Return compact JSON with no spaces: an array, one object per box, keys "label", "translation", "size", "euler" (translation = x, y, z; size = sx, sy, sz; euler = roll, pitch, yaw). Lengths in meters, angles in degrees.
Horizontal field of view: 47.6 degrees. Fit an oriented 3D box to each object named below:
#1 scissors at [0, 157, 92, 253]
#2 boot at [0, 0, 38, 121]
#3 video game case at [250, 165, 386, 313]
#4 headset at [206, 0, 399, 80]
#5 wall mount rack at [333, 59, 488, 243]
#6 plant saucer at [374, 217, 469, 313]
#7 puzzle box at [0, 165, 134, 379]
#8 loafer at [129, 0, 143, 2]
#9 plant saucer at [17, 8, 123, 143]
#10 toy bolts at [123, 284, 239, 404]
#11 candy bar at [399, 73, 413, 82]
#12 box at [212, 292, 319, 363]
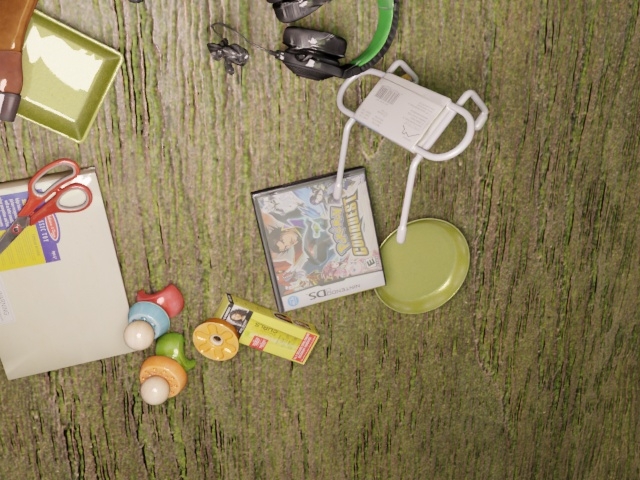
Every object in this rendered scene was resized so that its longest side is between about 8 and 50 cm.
[{"label":"scissors","translation":[-0.565,-0.043,1.361],"size":[0.297,0.021,0.109],"euler":[-33,119,0]},{"label":"boot","translation":[-0.610,-0.364,1.219],"size":[0.264,0.096,0.280],"euler":[15,97,12]},{"label":"video game case","translation":[0.000,0.000,1.567],"size":[0.248,0.035,0.275],"euler":[-14,108,-7]},{"label":"headset","translation":[-0.017,-0.400,1.334],"size":[0.394,0.185,0.243],"euler":[-22,117,-19]},{"label":"wall mount rack","translation":[0.150,-0.184,1.408],"size":[0.304,0.350,0.130],"euler":[-53,137,1]},{"label":"plant saucer","translation":[0.227,0.055,1.679],"size":[0.241,0.037,0.241],"euler":[-6,113,-14]},{"label":"puzzle box","translation":[-0.539,0.069,1.453],"size":[0.272,0.052,0.409],"euler":[-11,114,-11]},{"label":"loafer","translation":[-0.295,-0.523,1.260],"size":[0.078,0.076,0.223],"euler":[10,105,-12]},{"label":"plant saucer","translation":[-0.482,-0.300,1.317],"size":[0.188,0.045,0.188],"euler":[25,104,-24]},{"label":"toy bolts","translation":[-0.303,0.216,1.492],"size":[0.218,0.158,0.228],"euler":[-16,115,20]},{"label":"candy bar","translation":[0.201,-0.280,1.541],"size":[0.040,0.018,0.161],"euler":[-27,116,-4]},{"label":"box","translation":[-0.125,0.199,1.624],"size":[0.232,0.058,0.087],"euler":[24,103,-24]}]
